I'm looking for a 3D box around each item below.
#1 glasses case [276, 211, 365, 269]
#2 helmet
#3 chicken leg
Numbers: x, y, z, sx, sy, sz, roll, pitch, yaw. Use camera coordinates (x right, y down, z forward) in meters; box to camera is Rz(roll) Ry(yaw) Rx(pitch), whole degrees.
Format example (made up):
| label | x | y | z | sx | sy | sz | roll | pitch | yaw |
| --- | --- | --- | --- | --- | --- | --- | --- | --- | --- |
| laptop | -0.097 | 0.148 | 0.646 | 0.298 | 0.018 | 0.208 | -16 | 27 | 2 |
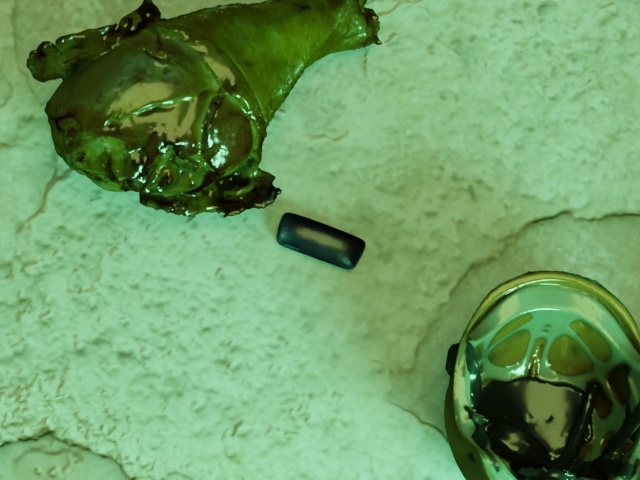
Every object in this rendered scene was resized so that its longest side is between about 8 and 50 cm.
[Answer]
| label | x | y | z | sx | sy | sz | roll | pitch | yaw |
| --- | --- | --- | --- | --- | --- | --- | --- | --- | --- |
| glasses case | 0.000 | 0.000 | 1.632 | 0.083 | 0.023 | 0.033 | 20 | 67 | -1 |
| helmet | 0.196 | 0.152 | 1.556 | 0.198 | 0.130 | 0.224 | 11 | 60 | -9 |
| chicken leg | -0.074 | -0.135 | 1.609 | 0.361 | 0.140 | 0.211 | -20 | 99 | -27 |
